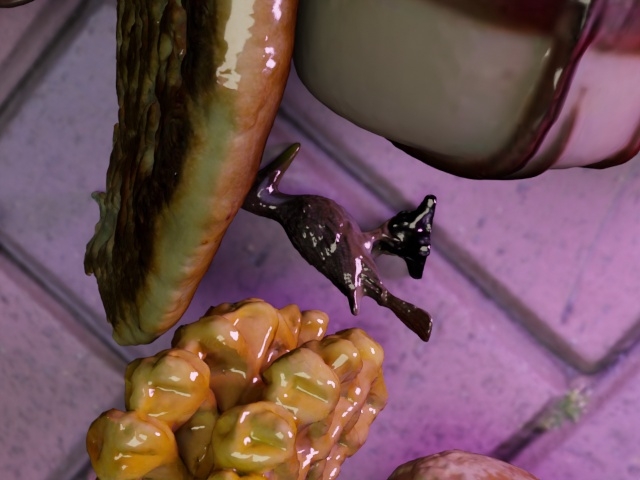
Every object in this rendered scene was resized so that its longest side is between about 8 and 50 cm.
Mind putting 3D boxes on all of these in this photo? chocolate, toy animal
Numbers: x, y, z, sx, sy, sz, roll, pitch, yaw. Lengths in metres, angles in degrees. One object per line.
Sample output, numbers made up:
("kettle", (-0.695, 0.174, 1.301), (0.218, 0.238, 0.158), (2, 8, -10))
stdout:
("chocolate", (0.107, -0.138, 0.581), (0.283, 0.283, 0.186), (8, 105, 4))
("toy animal", (0.009, -0.005, 0.725), (0.202, 0.070, 0.105), (27, 62, 7))

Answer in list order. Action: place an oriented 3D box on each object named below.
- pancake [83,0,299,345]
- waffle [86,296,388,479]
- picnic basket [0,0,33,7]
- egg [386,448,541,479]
("pancake", (-0.092, -0.120, 0.611), (0.066, 0.305, 0.427), (0, 106, -24))
("waffle", (-0.070, 0.203, 0.683), (0.151, 0.261, 0.324), (20, 106, 24))
("picnic basket", (-0.257, -0.265, 0.511), (0.222, 0.296, 0.129), (-43, 58, 33))
("egg", (0.128, 0.273, 0.716), (0.203, 0.203, 0.245), (-29, 92, 12))
